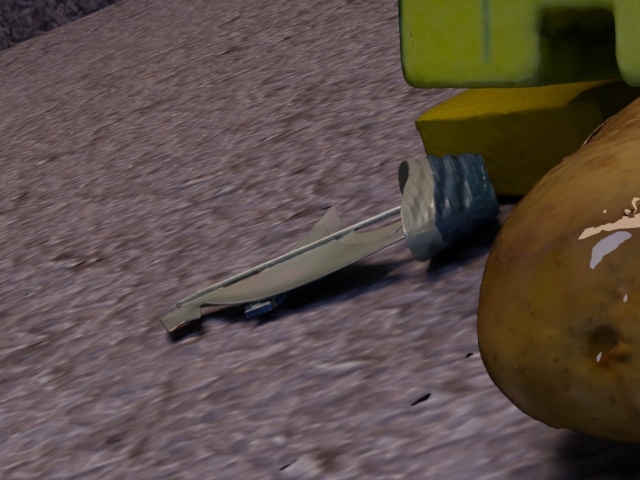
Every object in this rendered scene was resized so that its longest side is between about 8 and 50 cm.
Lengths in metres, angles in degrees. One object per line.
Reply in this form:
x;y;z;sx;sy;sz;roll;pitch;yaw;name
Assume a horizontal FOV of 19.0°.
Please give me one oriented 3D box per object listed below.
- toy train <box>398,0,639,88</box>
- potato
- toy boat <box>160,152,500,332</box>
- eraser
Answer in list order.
0.134;-0.237;0.630;0.272;0.442;0.179;3;9;35;toy train
0.107;-0.001;0.522;0.107;0.080;0.170;-20;7;33;potato
0.008;-0.001;0.770;0.149;0.034;0.105;-23;11;-17;toy boat
0.115;-0.053;0.812;0.097;0.045;0.122;-29;15;-32;eraser
